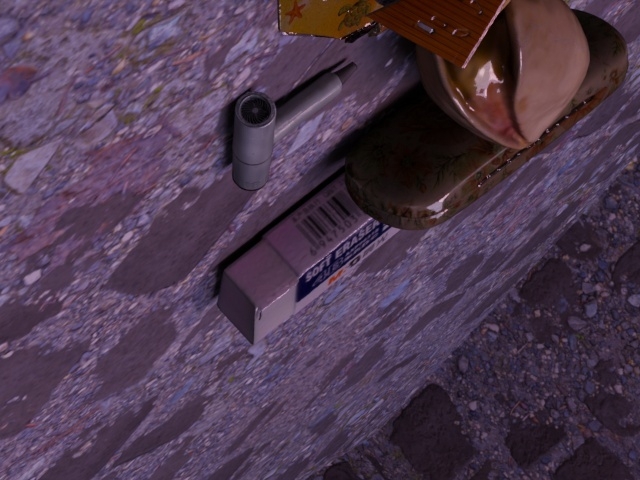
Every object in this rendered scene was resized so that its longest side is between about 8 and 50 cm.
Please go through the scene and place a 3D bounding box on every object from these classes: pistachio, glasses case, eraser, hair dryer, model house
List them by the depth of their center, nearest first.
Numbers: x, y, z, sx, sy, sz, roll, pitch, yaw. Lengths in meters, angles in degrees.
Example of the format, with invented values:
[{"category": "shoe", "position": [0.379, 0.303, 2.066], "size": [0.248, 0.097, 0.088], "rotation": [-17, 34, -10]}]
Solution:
[{"category": "model house", "position": [0.090, -0.224, 1.324], "size": [0.207, 0.136, 0.219], "rotation": [8, 118, -54]}, {"category": "hair dryer", "position": [-0.020, -0.144, 1.625], "size": [0.183, 0.044, 0.155], "rotation": [-44, 169, -18]}, {"category": "pistachio", "position": [0.201, -0.196, 1.781], "size": [0.187, 0.187, 0.299], "rotation": [-46, 165, 12]}, {"category": "glasses case", "position": [0.210, -0.157, 1.983], "size": [0.425, 0.156, 0.098], "rotation": [-37, 143, -25]}, {"category": "eraser", "position": [0.000, 0.000, 2.019], "size": [0.287, 0.086, 0.130], "rotation": [-38, 165, -20]}]

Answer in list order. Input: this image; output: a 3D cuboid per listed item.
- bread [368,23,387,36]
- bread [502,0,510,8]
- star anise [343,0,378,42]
[{"category": "bread", "position": [0.064, -0.230, 1.578], "size": [0.083, 0.047, 0.036], "rotation": [-34, 134, -40]}, {"category": "bread", "position": [0.180, -0.306, 1.554], "size": [0.217, 0.098, 0.147], "rotation": [-46, 165, 17]}, {"category": "star anise", "position": [0.057, -0.257, 1.447], "size": [0.212, 0.053, 0.157], "rotation": [-47, 168, 24]}]
